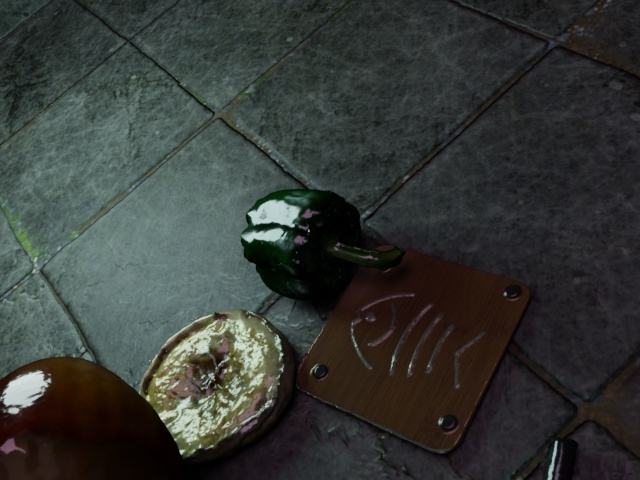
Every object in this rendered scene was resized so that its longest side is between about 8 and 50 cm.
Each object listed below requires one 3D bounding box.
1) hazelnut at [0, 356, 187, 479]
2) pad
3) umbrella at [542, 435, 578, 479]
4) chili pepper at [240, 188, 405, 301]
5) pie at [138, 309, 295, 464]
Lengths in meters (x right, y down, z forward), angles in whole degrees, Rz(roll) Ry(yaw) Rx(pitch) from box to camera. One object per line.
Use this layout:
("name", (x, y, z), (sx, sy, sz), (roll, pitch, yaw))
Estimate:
("hazelnut", (-0.345, 0.341, 0.986), (0.366, 0.366, 0.365), (-14, 51, 17))
("pad", (0.132, 0.146, 1.095), (0.284, 0.018, 0.286), (17, 63, 35))
("umbrella", (0.283, 0.302, 0.890), (0.036, 0.031, 0.133), (-16, 45, 51))
("chili pepper", (0.000, 0.000, 1.173), (0.261, 0.165, 0.174), (6, 50, 39))
("pie", (-0.167, 0.227, 1.157), (0.274, 0.055, 0.274), (-14, 50, 17))
